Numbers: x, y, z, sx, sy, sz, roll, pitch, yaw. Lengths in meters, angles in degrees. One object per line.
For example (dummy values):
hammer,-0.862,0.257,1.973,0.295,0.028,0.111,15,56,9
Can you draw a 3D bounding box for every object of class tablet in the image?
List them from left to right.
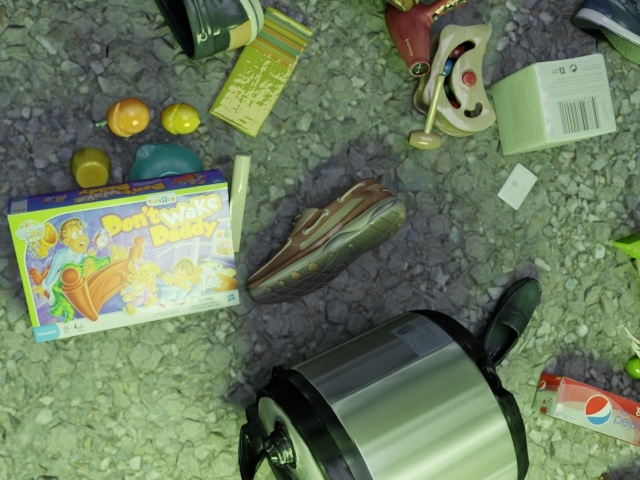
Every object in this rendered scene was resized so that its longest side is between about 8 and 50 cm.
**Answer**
tablet,0.400,-0.110,1.640,0.054,0.006,0.083,36,79,-10

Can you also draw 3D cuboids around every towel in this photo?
towel,-0.110,-0.316,1.511,0.102,0.021,0.237,29,82,-6

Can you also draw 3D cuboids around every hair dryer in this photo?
hair dryer,0.214,-0.442,1.502,0.080,0.224,0.293,27,82,-39

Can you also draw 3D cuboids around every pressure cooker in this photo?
pressure cooker,0.077,0.343,1.344,0.421,0.370,0.375,-23,83,-21

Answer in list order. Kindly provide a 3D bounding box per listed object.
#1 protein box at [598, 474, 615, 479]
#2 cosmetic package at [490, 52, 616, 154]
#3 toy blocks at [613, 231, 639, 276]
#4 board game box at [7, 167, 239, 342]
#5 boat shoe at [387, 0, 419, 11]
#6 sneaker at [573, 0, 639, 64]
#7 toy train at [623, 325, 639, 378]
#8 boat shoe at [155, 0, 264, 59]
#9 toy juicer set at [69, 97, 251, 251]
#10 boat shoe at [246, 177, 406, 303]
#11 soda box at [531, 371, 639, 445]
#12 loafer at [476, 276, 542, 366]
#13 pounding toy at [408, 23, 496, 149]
protein box,0.649,0.584,1.573,0.200,0.201,0.136,33,80,-11
cosmetic package,0.447,-0.260,1.566,0.151,0.184,0.151,-11,91,-15
toy blocks,0.813,0.073,1.669,0.382,0.191,0.260,-18,103,-15
board game box,-0.323,0.022,1.363,0.347,0.078,0.233,-10,116,-14
boat shoe,0.044,-0.505,1.501,0.307,0.111,0.104,40,96,12
sneaker,0.659,-0.473,1.681,0.226,0.086,0.163,30,83,-10
toy train,0.667,0.252,1.630,0.248,0.143,0.105,42,77,-3
boat shoe,-0.295,-0.533,1.390,0.156,0.187,0.500,-38,102,-19
toy juicer set,-0.249,-0.134,1.417,0.329,0.089,0.209,24,102,-25
boat shoe,0.000,0.000,1.488,0.324,0.123,0.116,-32,62,-5
soda box,0.565,0.344,1.618,0.263,0.092,0.083,20,82,-13
loafer,0.369,0.167,1.582,0.076,0.078,0.223,40,79,-10
pounding toy,0.273,-0.288,1.538,0.154,0.155,0.269,17,85,-10
